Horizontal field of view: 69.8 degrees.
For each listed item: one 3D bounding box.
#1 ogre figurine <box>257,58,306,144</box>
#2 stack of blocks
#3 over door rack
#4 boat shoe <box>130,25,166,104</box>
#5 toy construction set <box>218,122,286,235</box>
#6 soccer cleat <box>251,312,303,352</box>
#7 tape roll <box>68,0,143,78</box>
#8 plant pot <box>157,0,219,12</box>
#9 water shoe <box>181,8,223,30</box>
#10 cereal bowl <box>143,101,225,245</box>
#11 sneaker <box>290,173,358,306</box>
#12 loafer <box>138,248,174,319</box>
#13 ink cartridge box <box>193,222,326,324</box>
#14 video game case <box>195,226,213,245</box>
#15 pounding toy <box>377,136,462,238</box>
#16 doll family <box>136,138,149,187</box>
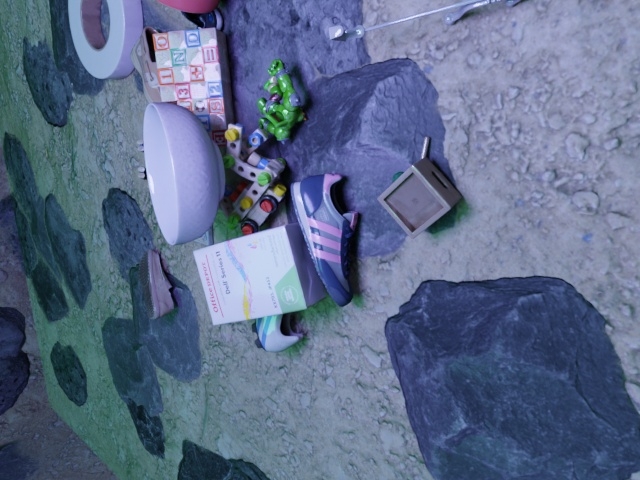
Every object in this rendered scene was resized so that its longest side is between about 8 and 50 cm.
[{"bbox_3d":[-0.100,-0.319,1.108,0.197,0.097,0.118,-49,64,34],"label":"ogre figurine"},{"bbox_3d":[-0.334,-0.400,1.240,0.171,0.087,0.297,-2,104,8],"label":"stack of blocks"},{"bbox_3d":[0.168,-0.499,0.793,0.324,0.108,0.239,-3,102,20],"label":"over door rack"},{"bbox_3d":[-0.462,-0.485,1.356,0.341,0.122,0.110,57,132,15],"label":"boat shoe"},{"bbox_3d":[-0.208,-0.141,1.215,0.215,0.151,0.328,40,140,-7],"label":"toy construction set"},{"bbox_3d":[-0.140,0.146,1.288,0.143,0.116,0.331,-18,88,21],"label":"soccer cleat"},{"bbox_3d":[-0.731,-0.749,1.547,0.392,0.072,0.392,13,111,39],"label":"tape roll"},{"bbox_3d":[-0.319,-0.707,1.089,0.275,0.275,0.243,49,138,20],"label":"plant pot"},{"bbox_3d":[-0.342,-0.637,1.234,0.203,0.080,0.073,48,128,20],"label":"water shoe"},{"bbox_3d":[-0.328,-0.164,1.128,0.339,0.141,0.339,27,122,55],"label":"cereal bowl"},{"bbox_3d":[0.039,-0.003,1.075,0.131,0.112,0.319,-19,97,11],"label":"sneaker"},{"bbox_3d":[-0.604,0.161,1.698,0.102,0.092,0.268,-29,67,41],"label":"loafer"},{"bbox_3d":[-0.186,0.093,1.167,0.353,0.119,0.207,-15,92,26],"label":"ink cartridge box"},{"bbox_3d":[-0.437,-0.105,1.512,0.227,0.026,0.206,15,112,37],"label":"video game case"},{"bbox_3d":[0.200,-0.107,0.922,0.141,0.100,0.130,50,130,5],"label":"pounding toy"},{"bbox_3d":[-0.563,-0.253,1.529,0.076,0.111,0.193,4,94,5],"label":"doll family"}]
